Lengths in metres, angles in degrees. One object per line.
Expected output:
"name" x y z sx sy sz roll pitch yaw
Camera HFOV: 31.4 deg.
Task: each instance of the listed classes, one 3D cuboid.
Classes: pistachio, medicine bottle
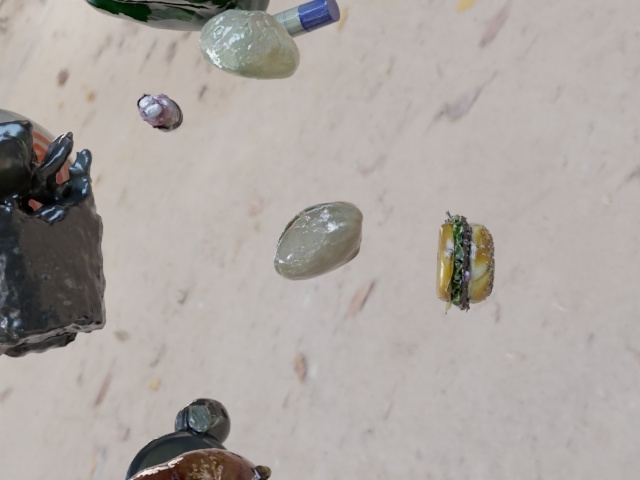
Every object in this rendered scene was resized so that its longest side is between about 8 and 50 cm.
"pistachio" 0.000 0.000 2.353 0.223 0.152 0.126 -40 25 25
"medicine bottle" -0.073 -0.429 2.280 0.231 0.059 0.059 -14 50 28

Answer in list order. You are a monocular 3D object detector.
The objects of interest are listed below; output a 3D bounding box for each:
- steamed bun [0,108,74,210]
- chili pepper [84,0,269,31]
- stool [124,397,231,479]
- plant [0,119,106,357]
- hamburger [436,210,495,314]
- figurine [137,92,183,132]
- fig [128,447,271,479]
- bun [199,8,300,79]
"steamed bun" -0.459 -0.063 1.612 0.177 0.283 0.283 -23 47 45
"chili pepper" -0.177 -0.365 1.359 0.248 0.257 0.233 -3 -67 -69
"stool" -0.180 0.341 1.585 0.228 0.153 0.139 -49 -12 -30
"plant" -0.375 0.002 1.387 0.199 0.188 0.276 -22 76 29
"hamburger" 0.240 0.038 1.882 0.189 0.093 0.164 79 -167 -81
"figurine" -0.272 -0.215 1.881 0.054 0.072 0.129 -41 -8 10
"fig" -0.138 0.336 1.282 0.249 0.204 0.186 161 106 -79
"bun" -0.077 -0.219 1.257 0.115 0.115 0.069 -129 45 -62
